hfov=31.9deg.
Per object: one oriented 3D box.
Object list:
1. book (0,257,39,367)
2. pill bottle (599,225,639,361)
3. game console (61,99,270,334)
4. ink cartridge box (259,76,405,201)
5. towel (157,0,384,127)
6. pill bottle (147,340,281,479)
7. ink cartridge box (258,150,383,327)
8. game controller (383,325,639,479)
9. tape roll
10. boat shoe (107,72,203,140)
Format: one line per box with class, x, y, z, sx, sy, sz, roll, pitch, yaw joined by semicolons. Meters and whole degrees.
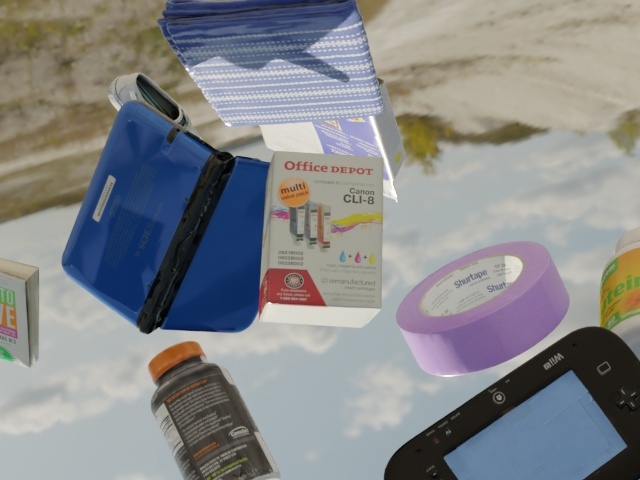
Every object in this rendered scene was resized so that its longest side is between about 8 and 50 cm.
book;-0.417;0.091;1.463;0.096;0.144;0.035;15;-148;13
pill bottle;0.428;0.085;1.436;0.136;0.136;0.246;-15;-152;23
game console;-0.185;-0.026;1.572;0.173;0.250;0.293;-26;146;-61
ink cartridge box;0.002;-0.222;1.984;0.303;0.307;0.072;24;-109;24
towel;-0.051;-0.230;1.453;0.243;0.040;0.336;-2;164;8
pill bottle;-0.166;0.270;1.640;0.130;0.246;0.130;-25;157;-11
ink cartridge box;0.000;0.000;1.266;0.128;0.176;0.127;3;165;-6
game controller;0.224;0.225;1.179;0.319;0.166;0.067;-31;175;-16
tape roll;0.266;0.109;1.845;0.275;0.090;0.275;-26;-163;9
boat shoe;-0.256;-0.192;1.873;0.076;0.226;0.083;-12;-132;45
